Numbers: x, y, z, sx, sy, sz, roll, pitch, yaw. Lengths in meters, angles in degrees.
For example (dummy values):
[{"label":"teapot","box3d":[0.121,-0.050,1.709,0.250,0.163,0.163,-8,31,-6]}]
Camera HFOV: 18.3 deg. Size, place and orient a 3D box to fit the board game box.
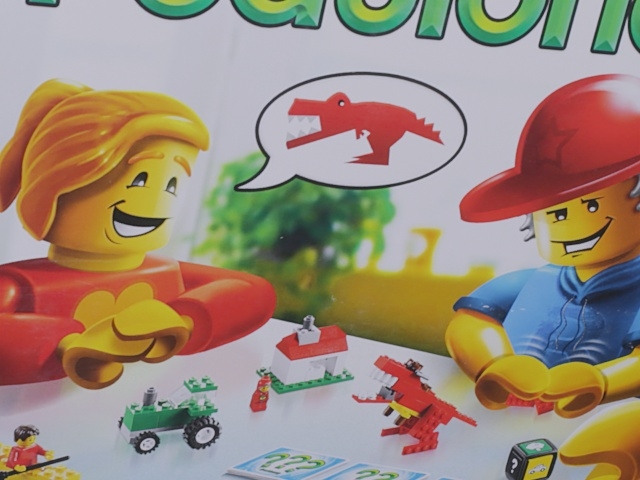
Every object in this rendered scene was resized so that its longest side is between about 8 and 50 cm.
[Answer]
[{"label":"board game box","box3d":[0.000,0.000,0.452,0.305,0.053,0.193,2,117,-22]}]
